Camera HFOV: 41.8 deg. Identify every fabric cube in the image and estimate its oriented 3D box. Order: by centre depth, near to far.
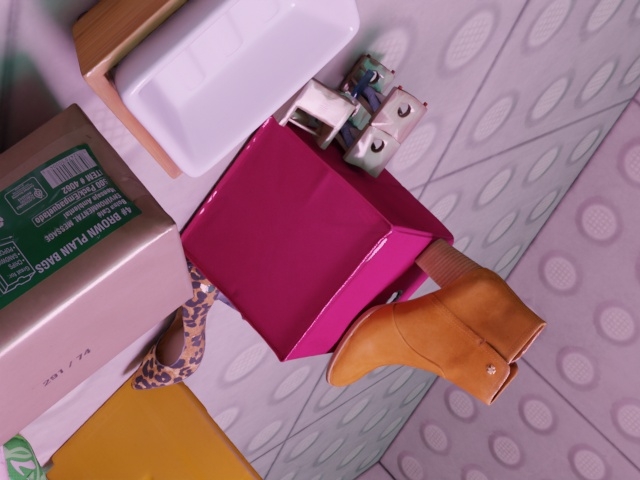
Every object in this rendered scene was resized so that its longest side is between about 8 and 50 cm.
[{"bbox_3d":[0.000,0.000,1.256,0.254,0.259,0.258,-50,158,15],"label":"fabric cube"}]

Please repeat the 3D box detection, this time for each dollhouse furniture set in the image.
[{"bbox_3d":[0.029,-0.204,1.181,0.183,0.129,0.129,25,111,-35],"label":"dollhouse furniture set"}]

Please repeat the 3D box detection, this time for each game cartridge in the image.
[{"bbox_3d":[-0.274,0.401,1.390,0.285,0.324,0.052,-45,155,1],"label":"game cartridge"}]

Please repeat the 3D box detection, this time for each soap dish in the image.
[{"bbox_3d":[-0.103,-0.222,0.880,0.291,0.118,0.229,-43,157,-5],"label":"soap dish"}]

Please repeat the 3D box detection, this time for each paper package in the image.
[{"bbox_3d":[-0.312,0.064,0.873,0.324,0.168,0.309,-38,171,-15],"label":"paper package"}]

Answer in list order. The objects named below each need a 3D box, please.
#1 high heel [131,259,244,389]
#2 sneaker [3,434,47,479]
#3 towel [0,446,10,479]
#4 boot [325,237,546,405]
[{"bbox_3d":[-0.244,0.133,1.333,0.261,0.093,0.186,-39,140,7],"label":"high heel"},{"bbox_3d":[-0.446,0.415,1.305,0.109,0.123,0.296,-43,134,-39],"label":"sneaker"},{"bbox_3d":[-0.543,0.385,1.075,0.317,0.053,0.332,-25,123,-40],"label":"towel"},{"bbox_3d":[0.160,0.164,1.198,0.295,0.211,0.104,-50,155,14],"label":"boot"}]
